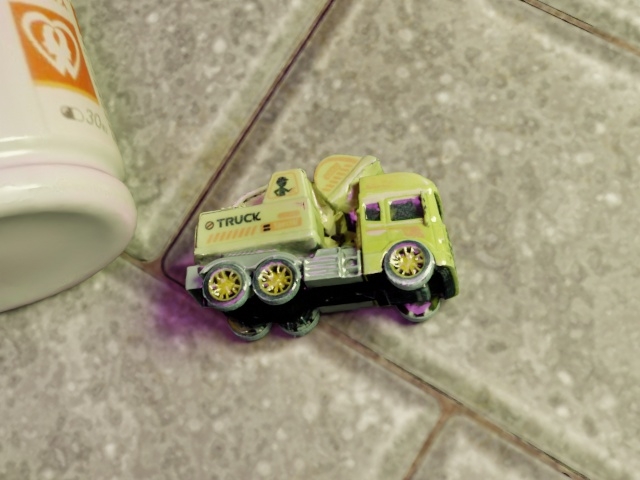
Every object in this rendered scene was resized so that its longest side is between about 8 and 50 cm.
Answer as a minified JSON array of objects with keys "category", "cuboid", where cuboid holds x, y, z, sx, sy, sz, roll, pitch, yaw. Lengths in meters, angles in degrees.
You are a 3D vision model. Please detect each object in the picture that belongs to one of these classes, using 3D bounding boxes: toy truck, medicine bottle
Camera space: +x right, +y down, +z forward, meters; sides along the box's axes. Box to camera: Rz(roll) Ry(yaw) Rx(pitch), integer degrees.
[{"category":"toy truck","cuboid":[0.000,0.000,0.825,0.191,0.085,0.116,-8,68,10]},{"category":"medicine bottle","cuboid":[-0.273,-0.121,0.845,0.202,0.202,0.315,-21,72,3]}]
